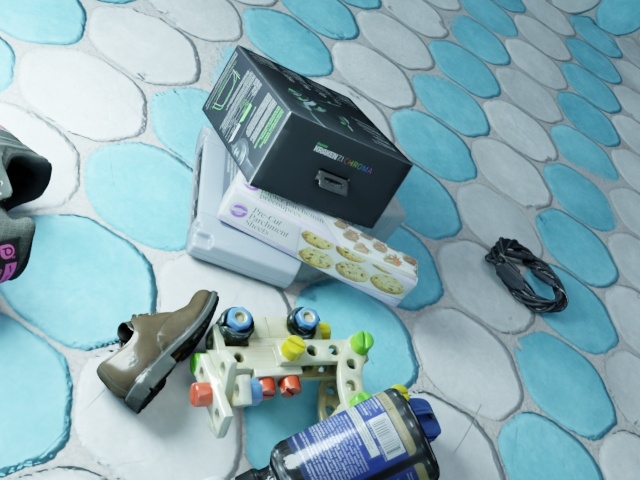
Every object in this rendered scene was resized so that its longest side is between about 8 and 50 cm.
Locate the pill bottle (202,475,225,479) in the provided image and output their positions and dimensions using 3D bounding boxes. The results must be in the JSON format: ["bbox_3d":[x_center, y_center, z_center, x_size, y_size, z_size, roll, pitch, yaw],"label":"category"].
[{"bbox_3d":[-0.110,0.330,1.004,0.065,0.065,0.116,-1,50,-40],"label":"pill bottle"}]

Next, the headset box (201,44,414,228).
[{"bbox_3d":[-0.022,-0.162,1.417,0.246,0.131,0.283,19,23,-35],"label":"headset box"}]

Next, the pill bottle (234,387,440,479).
[{"bbox_3d":[0.018,0.271,1.038,0.219,0.123,0.123,-24,60,-7],"label":"pill bottle"}]

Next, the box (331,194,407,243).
[{"bbox_3d":[0.076,-0.050,1.541,0.087,0.101,0.102,6,46,-36],"label":"box"}]

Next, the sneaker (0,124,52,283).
[{"bbox_3d":[-0.437,0.000,0.997,0.202,0.185,0.483,25,39,-10],"label":"sneaker"}]

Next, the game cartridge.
[{"bbox_3d":[-0.112,-0.056,1.436,0.198,0.062,0.297,25,38,-23],"label":"game cartridge"}]

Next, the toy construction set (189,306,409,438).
[{"bbox_3d":[-0.043,0.188,1.159,0.328,0.151,0.215,13,48,-39],"label":"toy construction set"}]

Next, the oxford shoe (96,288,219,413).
[{"bbox_3d":[-0.205,0.117,1.146,0.096,0.083,0.227,34,35,5],"label":"oxford shoe"}]

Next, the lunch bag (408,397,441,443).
[{"bbox_3d":[0.125,0.264,1.269,0.098,0.065,0.067,4,48,-36],"label":"lunch bag"}]

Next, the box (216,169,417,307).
[{"bbox_3d":[0.000,0.000,1.371,0.324,0.067,0.063,28,37,-14],"label":"box"}]

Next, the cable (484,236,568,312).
[{"bbox_3d":[0.408,0.071,1.740,0.184,0.047,0.150,40,31,9],"label":"cable"}]
